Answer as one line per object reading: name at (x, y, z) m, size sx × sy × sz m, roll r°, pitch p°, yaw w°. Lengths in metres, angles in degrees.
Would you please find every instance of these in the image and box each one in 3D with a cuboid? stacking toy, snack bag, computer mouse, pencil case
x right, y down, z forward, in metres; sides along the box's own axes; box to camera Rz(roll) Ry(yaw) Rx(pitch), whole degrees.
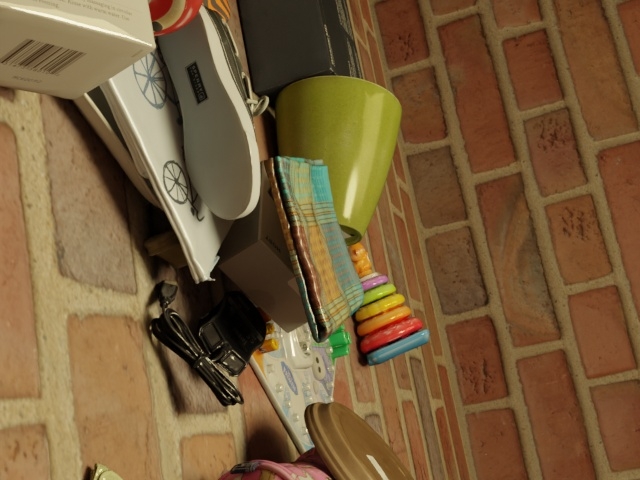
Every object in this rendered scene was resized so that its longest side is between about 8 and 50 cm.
stacking toy at (0.133, 0.141, 2.096) m, size 0.175 × 0.165 × 0.302 m, roll 72°, pitch -5°, yaw -82°
snack bag at (-0.195, -0.154, 1.216) m, size 0.323 × 0.037 × 0.343 m, roll -73°, pitch 145°, yaw -60°
computer mouse at (-0.167, 0.124, 1.228) m, size 0.184 × 0.060 × 0.262 m, roll 50°, pitch 17°, yaw -13°
pencil case at (-0.031, 0.386, 1.245) m, size 0.167 × 0.160 × 0.386 m, roll 55°, pitch 9°, yaw 19°

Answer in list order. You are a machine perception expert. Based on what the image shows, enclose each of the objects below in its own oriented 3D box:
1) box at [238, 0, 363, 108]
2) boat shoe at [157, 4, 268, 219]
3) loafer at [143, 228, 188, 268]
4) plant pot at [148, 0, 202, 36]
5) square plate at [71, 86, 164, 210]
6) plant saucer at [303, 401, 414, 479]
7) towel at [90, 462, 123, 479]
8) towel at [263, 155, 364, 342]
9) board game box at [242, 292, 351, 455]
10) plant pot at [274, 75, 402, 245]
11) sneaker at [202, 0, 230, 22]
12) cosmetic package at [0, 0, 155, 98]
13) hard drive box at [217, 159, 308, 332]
box at (-0.042, -0.464, 1.934) m, size 0.312 × 0.179 × 0.343 m, roll 30°, pitch 48°, yaw -70°
boat shoe at (-0.135, -0.178, 1.176) m, size 0.105 × 0.113 × 0.306 m, roll -6°, pitch 72°, yaw -59°
loafer at (-0.198, 0.012, 1.200) m, size 0.148 × 0.056 × 0.050 m, roll -4°, pitch 74°, yaw -74°
plant pot at (-0.218, -0.365, 1.058) m, size 0.191 × 0.191 × 0.174 m, roll 60°, pitch 29°, yaw -44°
square plate at (-0.284, -0.266, 1.166) m, size 0.344 × 0.049 × 0.347 m, roll -88°, pitch 157°, yaw -43°
plant saucer at (0.081, 0.351, 1.313) m, size 0.278 × 0.041 × 0.278 m, roll 48°, pitch 7°, yaw -7°
towel at (-0.213, 0.320, 0.930) m, size 0.110 × 0.027 × 0.148 m, roll -88°, pitch 157°, yaw -43°
towel at (0.000, 0.000, 1.333) m, size 0.370 × 0.040 × 0.271 m, roll -22°, pitch 96°, yaw -80°
board game box at (-0.034, 0.182, 1.625) m, size 0.390 × 0.050 × 0.390 m, roll -82°, pitch 152°, yaw -54°
plant pot at (0.029, -0.144, 1.790) m, size 0.275 × 0.274 × 0.294 m, roll 46°, pitch 44°, yaw -60°
sneaker at (-0.187, -0.481, 1.443) m, size 0.321 × 0.180 × 0.125 m, roll 47°, pitch 33°, yaw -59°
cosmetic package at (-0.309, -0.352, 0.873) m, size 0.197 × 0.155 × 0.366 m, roll 4°, pitch 70°, yaw -51°
hard drive box at (-0.075, 0.008, 1.422) m, size 0.181 × 0.089 × 0.232 m, roll 47°, pitch 24°, yaw -31°
